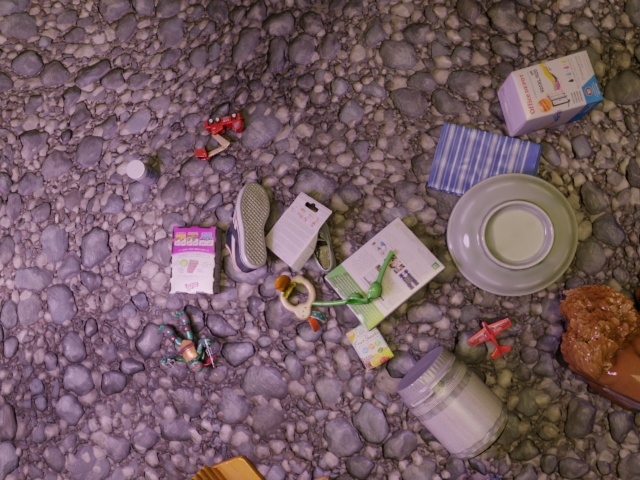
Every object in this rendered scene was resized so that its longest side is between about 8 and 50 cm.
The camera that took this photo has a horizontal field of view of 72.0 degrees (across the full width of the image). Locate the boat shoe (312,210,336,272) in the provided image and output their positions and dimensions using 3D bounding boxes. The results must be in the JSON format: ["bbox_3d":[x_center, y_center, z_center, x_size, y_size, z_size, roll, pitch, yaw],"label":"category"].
[{"bbox_3d":[-0.001,0.001,1.489,0.079,0.081,0.227,-19,82,4],"label":"boat shoe"}]

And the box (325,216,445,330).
[{"bbox_3d":[0.208,0.109,1.448,0.322,0.058,0.232,-39,71,-1],"label":"box"}]

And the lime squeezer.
[{"bbox_3d":[0.122,0.155,1.396,0.310,0.059,0.110,-34,71,4],"label":"lime squeezer"}]

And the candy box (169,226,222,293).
[{"bbox_3d":[-0.433,0.070,1.536,0.159,0.071,0.233,1,83,6],"label":"candy box"}]

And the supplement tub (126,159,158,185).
[{"bbox_3d":[-0.634,-0.241,1.575,0.071,0.107,0.070,-1,84,6],"label":"supplement tub"}]

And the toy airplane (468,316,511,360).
[{"bbox_3d":[0.557,0.315,1.416,0.151,0.028,0.151,-1,84,8],"label":"toy airplane"}]

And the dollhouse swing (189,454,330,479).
[{"bbox_3d":[-0.184,0.737,1.291,0.305,0.347,0.315,-43,81,1],"label":"dollhouse swing"}]

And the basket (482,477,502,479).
[{"bbox_3d":[0.479,0.801,1.238,0.255,0.289,0.201,-14,77,8],"label":"basket"}]

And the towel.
[{"bbox_3d":[0.551,-0.250,1.477,0.336,0.040,0.243,16,85,8],"label":"towel"}]

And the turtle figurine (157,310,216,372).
[{"bbox_3d":[-0.449,0.364,1.483,0.175,0.118,0.234,-31,65,-12],"label":"turtle figurine"}]

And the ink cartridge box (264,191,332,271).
[{"bbox_3d":[-0.071,-0.033,1.475,0.224,0.056,0.181,-51,49,-2],"label":"ink cartridge box"}]

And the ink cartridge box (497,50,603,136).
[{"bbox_3d":[0.724,-0.462,1.414,0.233,0.168,0.171,-15,83,5],"label":"ink cartridge box"}]

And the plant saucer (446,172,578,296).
[{"bbox_3d":[0.607,-0.018,1.387,0.401,0.100,0.400,0,91,11],"label":"plant saucer"}]

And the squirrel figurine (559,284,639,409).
[{"bbox_3d":[0.907,0.269,1.267,0.397,0.281,0.370,31,81,6],"label":"squirrel figurine"}]

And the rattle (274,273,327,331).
[{"bbox_3d":[-0.060,0.205,1.448,0.130,0.142,0.199,-22,75,-15],"label":"rattle"}]

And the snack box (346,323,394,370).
[{"bbox_3d":[0.163,0.343,1.453,0.100,0.037,0.141,-31,80,1],"label":"snack box"}]

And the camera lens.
[{"bbox_3d":[0.395,0.485,1.319,0.219,0.219,0.274,-44,81,0],"label":"camera lens"}]

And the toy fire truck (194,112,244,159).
[{"bbox_3d":[-0.362,-0.373,1.590,0.192,0.047,0.135,-12,83,4],"label":"toy fire truck"}]

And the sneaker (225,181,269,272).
[{"bbox_3d":[-0.254,-0.042,1.498,0.126,0.127,0.321,19,58,-34],"label":"sneaker"}]
